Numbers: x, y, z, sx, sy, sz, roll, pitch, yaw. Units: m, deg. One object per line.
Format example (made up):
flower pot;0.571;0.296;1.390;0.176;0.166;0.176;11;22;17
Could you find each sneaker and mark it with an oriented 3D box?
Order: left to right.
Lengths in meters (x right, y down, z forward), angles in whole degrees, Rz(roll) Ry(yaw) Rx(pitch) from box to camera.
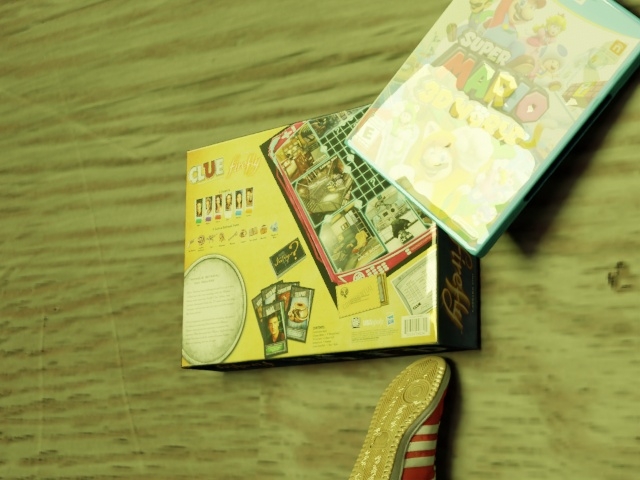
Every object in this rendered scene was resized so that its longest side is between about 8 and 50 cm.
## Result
sneaker;0.062;0.134;0.881;0.042;0.067;0.118;-3;50;47

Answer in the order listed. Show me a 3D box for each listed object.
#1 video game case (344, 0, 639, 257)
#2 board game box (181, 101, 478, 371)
video game case;0.105;-0.089;0.851;0.119;0.015;0.166;43;100;27
board game box;0.000;0.000;0.962;0.243;0.042;0.165;-9;76;44
